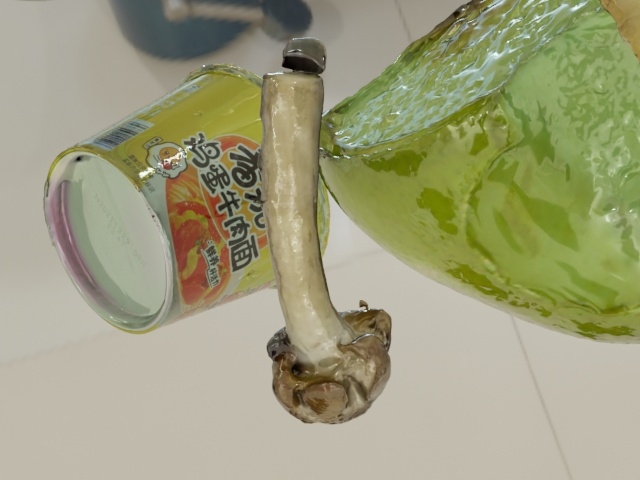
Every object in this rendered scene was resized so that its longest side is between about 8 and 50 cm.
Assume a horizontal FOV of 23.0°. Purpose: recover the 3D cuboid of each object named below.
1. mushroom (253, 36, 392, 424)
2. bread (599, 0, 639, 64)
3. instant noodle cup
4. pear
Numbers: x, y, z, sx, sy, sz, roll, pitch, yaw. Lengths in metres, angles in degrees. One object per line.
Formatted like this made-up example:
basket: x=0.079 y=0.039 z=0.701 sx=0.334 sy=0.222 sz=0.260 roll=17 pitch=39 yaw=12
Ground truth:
mushroom: x=0.000 y=0.000 z=0.741 sx=0.061 sy=0.187 sz=0.060 roll=8 pitch=21 yaw=42
bread: x=0.196 y=-0.072 z=0.465 sx=0.183 sy=0.211 sz=0.224 roll=-36 pitch=66 yaw=14
instant noodle cup: x=-0.146 y=-0.032 z=1.637 sx=0.264 sy=0.264 sz=0.200 roll=41 pitch=46 yaw=23
pear: x=0.180 y=-0.036 z=0.980 sx=0.286 sy=0.282 sz=0.176 roll=-37 pitch=24 yaw=8
